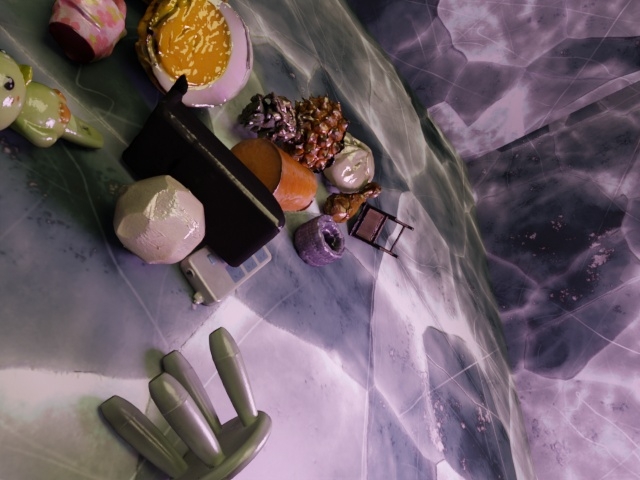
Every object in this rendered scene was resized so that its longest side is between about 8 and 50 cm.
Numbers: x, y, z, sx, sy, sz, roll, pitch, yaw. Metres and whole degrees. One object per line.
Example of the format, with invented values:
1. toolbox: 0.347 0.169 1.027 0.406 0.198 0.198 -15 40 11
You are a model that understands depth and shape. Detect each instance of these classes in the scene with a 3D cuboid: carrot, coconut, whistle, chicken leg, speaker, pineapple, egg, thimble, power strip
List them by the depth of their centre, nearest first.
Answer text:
1. whistle: -0.483 -0.231 0.756 0.294 0.141 0.141 3 66 -57
2. coconut: -0.309 -0.046 0.864 0.162 0.160 0.161 51 33 -36
3. speaker: -0.239 -0.154 0.987 0.388 0.180 0.184 47 33 -10
4. power strip: -0.213 0.048 1.052 0.118 0.046 0.270 60 32 -8
5. egg: -0.328 -0.464 1.128 0.286 0.174 0.264 -44 127 -28
6. carrot: -0.125 -0.147 1.219 0.254 0.195 0.196 18 53 -62
7. pineapple: -0.098 -0.343 1.313 0.271 0.262 0.263 11 59 -46
8. thimble: -0.001 0.001 1.353 0.150 0.097 0.150 35 43 -41
9. chicken leg: 0.111 -0.135 1.550 0.251 0.087 0.107 -28 73 -31

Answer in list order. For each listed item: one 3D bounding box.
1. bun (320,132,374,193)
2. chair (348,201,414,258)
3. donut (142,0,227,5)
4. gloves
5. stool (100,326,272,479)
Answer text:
1. bun: 0.100 -0.289 1.638 0.259 0.160 0.259 33 40 -33
2. chair: 0.182 -0.060 1.647 0.260 0.142 0.154 31 5 41
3. donut: -0.410 -0.785 1.192 0.448 0.198 0.449 37 40 -39
4. gloves: -0.476 -0.479 0.958 0.145 0.126 0.241 33 51 -34
5. stool: -0.206 0.283 0.753 0.199 0.195 0.195 61 31 -4
